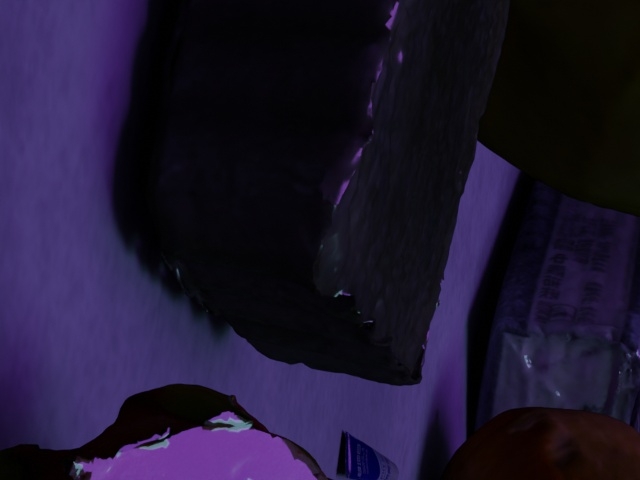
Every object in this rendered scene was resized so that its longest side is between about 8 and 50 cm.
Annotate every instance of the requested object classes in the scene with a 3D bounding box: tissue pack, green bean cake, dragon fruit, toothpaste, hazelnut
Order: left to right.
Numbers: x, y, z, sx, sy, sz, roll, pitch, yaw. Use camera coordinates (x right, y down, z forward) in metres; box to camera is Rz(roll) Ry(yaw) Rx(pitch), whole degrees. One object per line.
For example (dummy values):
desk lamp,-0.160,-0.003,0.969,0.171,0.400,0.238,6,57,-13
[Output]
dragon fruit,-0.045,0.111,0.545,0.138,0.142,0.175,-54,-171,-15
green bean cake,0.006,-0.053,0.712,0.183,0.094,0.185,59,39,-69
toothpaste,0.024,0.118,1.028,0.083,0.015,0.024,41,47,-68
hazelnut,0.141,0.191,1.253,0.182,0.182,0.182,5,90,-77
tissue pack,0.211,0.091,1.555,0.394,0.124,0.288,-63,154,-58

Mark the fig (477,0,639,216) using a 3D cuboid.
fig,0.185,-0.162,0.943,0.343,0.343,0.343,5,90,-77
